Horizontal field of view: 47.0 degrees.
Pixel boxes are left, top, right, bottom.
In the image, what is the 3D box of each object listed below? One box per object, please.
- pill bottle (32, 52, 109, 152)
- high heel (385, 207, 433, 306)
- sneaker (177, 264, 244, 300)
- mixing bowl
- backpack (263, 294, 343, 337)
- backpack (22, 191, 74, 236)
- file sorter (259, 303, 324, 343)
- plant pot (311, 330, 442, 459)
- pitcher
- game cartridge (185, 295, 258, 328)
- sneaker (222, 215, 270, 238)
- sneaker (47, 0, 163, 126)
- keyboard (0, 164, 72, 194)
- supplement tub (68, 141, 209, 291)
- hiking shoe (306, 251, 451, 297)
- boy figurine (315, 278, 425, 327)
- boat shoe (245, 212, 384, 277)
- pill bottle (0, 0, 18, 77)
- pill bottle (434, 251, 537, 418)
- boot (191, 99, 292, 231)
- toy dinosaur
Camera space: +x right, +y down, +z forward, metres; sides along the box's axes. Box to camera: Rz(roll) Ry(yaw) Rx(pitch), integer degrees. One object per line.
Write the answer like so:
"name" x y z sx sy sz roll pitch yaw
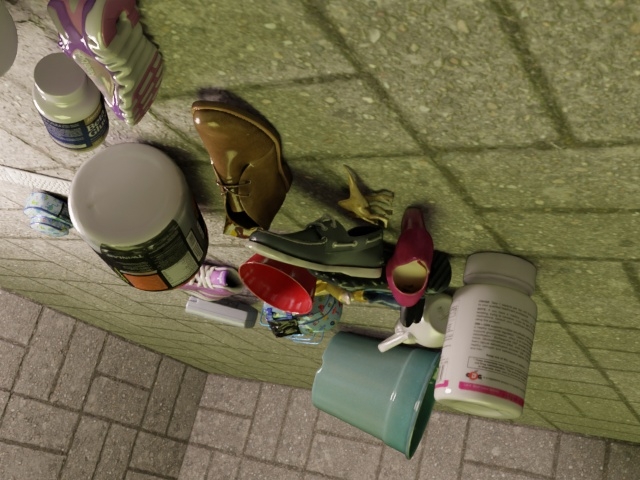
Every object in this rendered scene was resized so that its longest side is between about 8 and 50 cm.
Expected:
"pill bottle" -0.368 -0.202 1.083 0.094 0.094 0.169 16 162 -4
"high heel" 0.163 0.066 1.304 0.082 0.117 0.244 4 136 -2
"sneaker" -0.323 0.084 1.898 0.282 0.102 0.161 16 161 -40
"mixing bowl" -0.077 0.070 1.620 0.181 0.098 0.181 22 149 15
"backpack" -0.038 0.147 1.772 0.173 0.158 0.117 -6 138 16
"backpack" -0.629 -0.060 1.712 0.105 0.084 0.114 -8 149 44
"file sorter" -0.073 0.216 2.068 0.118 0.104 0.170 1 158 36
"plant pot" 0.172 0.448 2.256 0.334 0.341 0.341 16 163 18
"pitcher" 0.229 0.201 1.703 0.125 0.178 0.207 55 162 2
"game cartridge" -0.282 0.204 2.151 0.198 0.062 0.297 20 177 -3
"sneaker" -0.130 -0.044 1.430 0.084 0.069 0.185 11 169 -19
"sneaker" -0.274 -0.238 0.934 0.104 0.095 0.236 18 157 9
"keyboard" -0.637 -0.134 1.611 0.256 0.014 0.072 13 162 4
"supplement tub" -0.326 -0.025 1.392 0.207 0.207 0.338 13 162 4
"hiking shoe" 0.108 0.070 1.489 0.304 0.113 0.132 12 161 8
"boy figurine" 0.081 0.114 1.627 0.285 0.092 0.177 11 -170 27
"boat shoe" 0.000 0.000 1.286 0.116 0.099 0.319 17 -176 44
"pill bottle" -0.531 -0.246 0.966 0.301 0.169 0.169 -1 156 39
"pill bottle" 0.316 0.176 1.375 0.160 0.283 0.160 13 162 4
"boot" -0.121 -0.108 1.148 0.112 0.115 0.305 10 160 20
"toy dinosaur" 0.073 -0.059 1.239 0.092 0.053 0.183 12 162 10
